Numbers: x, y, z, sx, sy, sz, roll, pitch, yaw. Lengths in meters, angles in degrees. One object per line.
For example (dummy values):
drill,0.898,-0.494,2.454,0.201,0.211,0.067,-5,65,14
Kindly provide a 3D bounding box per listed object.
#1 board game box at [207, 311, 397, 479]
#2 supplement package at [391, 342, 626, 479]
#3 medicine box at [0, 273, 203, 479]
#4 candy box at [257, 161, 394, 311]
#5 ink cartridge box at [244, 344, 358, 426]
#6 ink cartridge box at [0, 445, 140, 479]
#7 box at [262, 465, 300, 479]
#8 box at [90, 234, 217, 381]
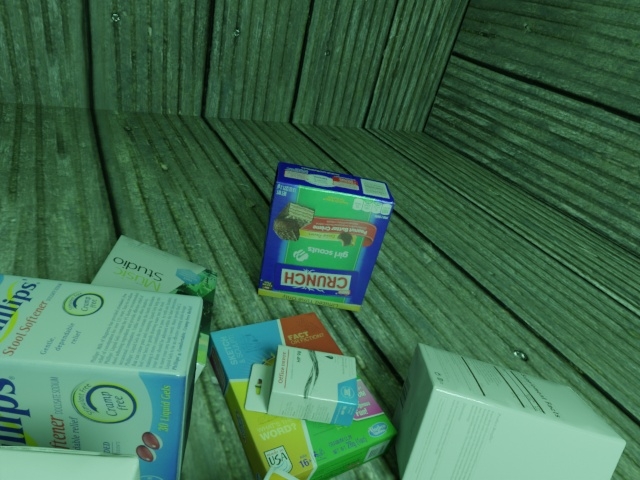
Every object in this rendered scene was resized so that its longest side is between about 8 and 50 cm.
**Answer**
board game box,-0.048,0.279,0.782,0.242,0.064,0.316,-6,36,-31
supplement package,0.289,0.322,0.709,0.292,0.178,0.175,16,9,2
medicine box,-0.327,0.206,0.584,0.289,0.264,0.149,8,31,-11
candy box,0.000,0.000,1.015,0.268,0.317,0.122,10,32,-6
ink cartridge box,-0.031,0.244,0.722,0.180,0.060,0.104,11,31,-6
ink cartridge box,-0.236,0.356,0.336,0.131,0.306,0.226,9,31,-9
box,-0.052,0.379,0.478,0.103,0.203,0.114,22,31,13
box,-0.330,0.121,0.833,0.232,0.059,0.322,25,21,-20
